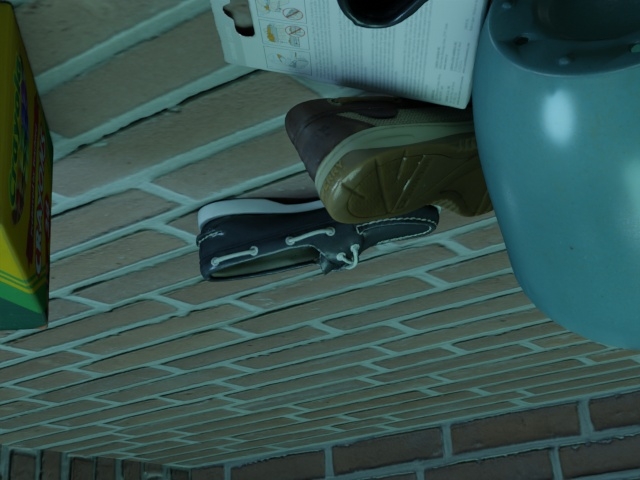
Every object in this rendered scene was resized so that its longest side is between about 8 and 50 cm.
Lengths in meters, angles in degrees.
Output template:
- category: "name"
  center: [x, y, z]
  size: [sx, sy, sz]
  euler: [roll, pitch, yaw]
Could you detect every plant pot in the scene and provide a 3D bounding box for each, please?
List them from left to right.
- category: "plant pot"
  center: [0.249, -0.103, 0.740]
  size: [0.293, 0.293, 0.235]
  euler: [-13, 134, 23]

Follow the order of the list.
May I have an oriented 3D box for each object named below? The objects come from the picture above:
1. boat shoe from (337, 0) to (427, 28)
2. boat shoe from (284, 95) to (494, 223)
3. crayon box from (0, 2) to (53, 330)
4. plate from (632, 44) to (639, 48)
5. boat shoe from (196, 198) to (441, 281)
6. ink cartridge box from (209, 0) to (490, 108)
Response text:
- category: "boat shoe"
  center: [0.068, -0.208, 0.545]
  size: [0.127, 0.113, 0.340]
  euler: [15, 170, -16]
- category: "boat shoe"
  center: [0.106, -0.099, 0.952]
  size: [0.342, 0.123, 0.123]
  euler: [-11, 141, -42]
- category: "crayon box"
  center: [-0.292, -0.060, 0.848]
  size: [0.081, 0.202, 0.318]
  euler: [-1, 159, -7]
- category: "plate"
  center: [0.311, -0.164, 0.926]
  size: [0.188, 0.024, 0.188]
  euler: [-4, 159, -2]
- category: "boat shoe"
  center: [0.000, 0.000, 1.200]
  size: [0.303, 0.091, 0.114]
  euler: [-6, 159, 7]
- category: "ink cartridge box"
  center: [0.024, -0.190, 0.806]
  size: [0.225, 0.056, 0.181]
  euler: [13, 160, 8]
